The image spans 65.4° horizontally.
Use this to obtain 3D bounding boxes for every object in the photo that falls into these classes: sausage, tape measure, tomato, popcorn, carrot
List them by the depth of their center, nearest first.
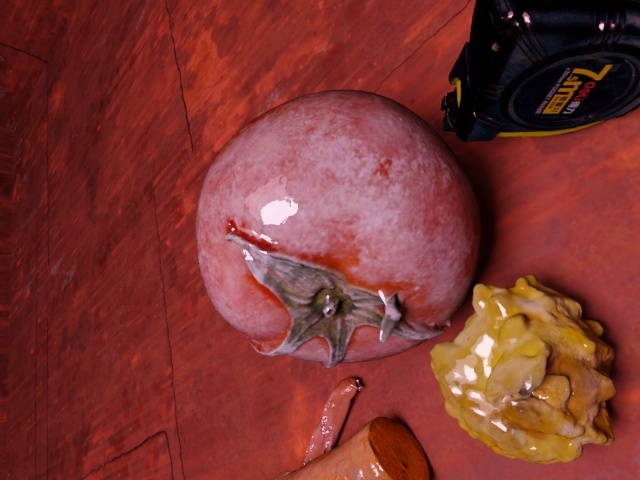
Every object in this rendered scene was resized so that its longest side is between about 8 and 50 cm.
[{"bbox_3d":[0.226,-0.177,0.479,0.186,0.199,0.112,2,71,1],"label":"tape measure"},{"bbox_3d":[0.194,0.121,0.486,0.173,0.142,0.174,11,103,59],"label":"popcorn"},{"bbox_3d":[0.019,-0.008,0.564,0.316,0.316,0.283,-42,29,32],"label":"tomato"},{"bbox_3d":[-0.004,0.347,0.635,0.302,0.138,0.139,-46,52,26],"label":"carrot"},{"bbox_3d":[0.016,0.260,0.705,0.042,0.036,0.158,27,102,20],"label":"sausage"}]
